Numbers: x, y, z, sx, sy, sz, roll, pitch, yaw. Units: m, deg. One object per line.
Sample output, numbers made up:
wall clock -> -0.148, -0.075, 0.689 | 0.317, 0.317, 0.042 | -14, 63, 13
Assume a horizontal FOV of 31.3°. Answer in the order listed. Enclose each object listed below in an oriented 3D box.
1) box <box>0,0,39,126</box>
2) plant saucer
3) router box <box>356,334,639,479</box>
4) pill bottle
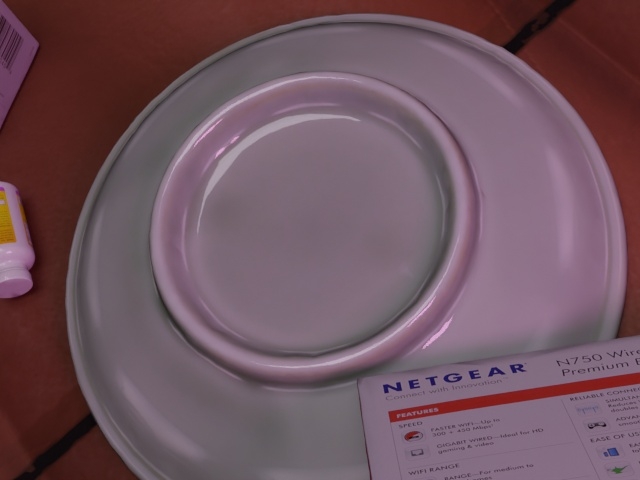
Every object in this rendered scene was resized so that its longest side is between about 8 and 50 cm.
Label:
box -> -0.297, -0.147, 0.899 | 0.087, 0.101, 0.102 | 15, 73, 19
plant saucer -> 0.000, 0.000, 0.769 | 0.401, 0.100, 0.400 | -5, 67, 12
router box -> 0.197, 0.147, 0.544 | 0.336, 0.082, 0.301 | -8, 22, 1
pill bottle -> -0.240, 0.000, 0.858 | 0.043, 0.043, 0.083 | -22, 64, 4
